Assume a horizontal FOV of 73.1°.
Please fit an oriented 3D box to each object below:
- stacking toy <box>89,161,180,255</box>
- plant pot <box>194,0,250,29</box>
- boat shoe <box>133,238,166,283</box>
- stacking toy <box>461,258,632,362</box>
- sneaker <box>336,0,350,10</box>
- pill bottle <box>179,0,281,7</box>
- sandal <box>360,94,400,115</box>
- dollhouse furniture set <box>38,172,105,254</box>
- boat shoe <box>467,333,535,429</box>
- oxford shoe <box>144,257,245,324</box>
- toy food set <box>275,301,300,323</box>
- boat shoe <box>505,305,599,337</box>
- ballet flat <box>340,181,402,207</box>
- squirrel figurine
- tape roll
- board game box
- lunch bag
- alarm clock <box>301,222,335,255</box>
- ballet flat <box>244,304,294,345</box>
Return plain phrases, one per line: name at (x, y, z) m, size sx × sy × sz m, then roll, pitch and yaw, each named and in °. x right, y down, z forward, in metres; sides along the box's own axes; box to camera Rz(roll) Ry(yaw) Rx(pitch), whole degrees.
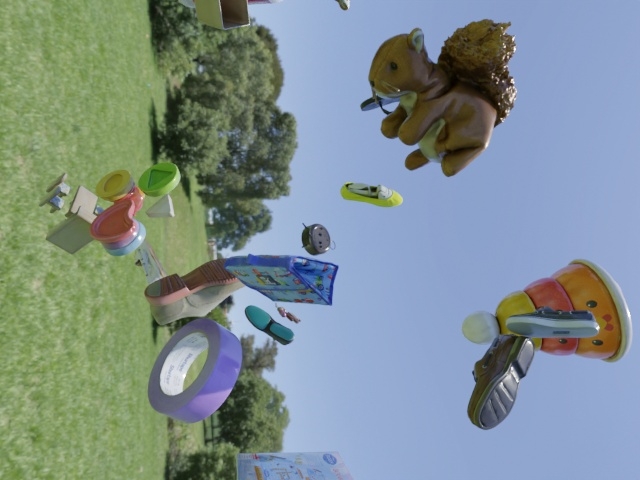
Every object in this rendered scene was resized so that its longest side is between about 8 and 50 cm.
stacking toy at (-0.554, -0.096, 1.356) m, size 0.130 × 0.280 × 0.308 m, roll 71°, pitch 6°, yaw -50°
plant pot at (-0.253, -0.591, 1.077) m, size 0.096 × 0.109 × 0.109 m, roll 13°, pitch -55°, yaw 25°
boat shoe at (-0.783, 0.075, 1.913) m, size 0.277 × 0.096 × 0.098 m, roll 52°, pitch -13°, yaw 29°
stacking toy at (0.723, 0.276, 1.466) m, size 0.350 × 0.480 × 0.350 m, roll -13°, pitch 90°, yaw -86°
sneaker at (0.058, -0.724, 1.278) m, size 0.032 × 0.083 × 0.036 m, roll 0°, pitch -119°, yaw 39°
pill bottle at (-0.222, -0.810, 1.249) m, size 0.229 × 0.408 × 0.228 m, roll 2°, pitch 90°, yaw -79°
sandal at (0.380, -0.545, 1.678) m, size 0.167 × 0.446 × 0.107 m, roll -75°, pitch 153°, yaw -87°
dollhouse furniture set at (-0.793, -0.099, 1.453) m, size 0.212 × 0.161 × 0.242 m, roll 45°, pitch 23°, yaw -41°
boat shoe at (0.471, 0.377, 1.172) m, size 0.104 × 0.307 × 0.110 m, roll -1°, pitch -59°, yaw 53°
oxford shoe at (-0.378, 0.167, 1.466) m, size 0.140 × 0.397 × 0.146 m, roll -134°, pitch -145°, yaw -53°
toy food set at (-0.125, 0.281, 1.623) m, size 0.019 × 0.122 × 0.078 m, roll -52°, pitch -170°, yaw 2°
boat shoe at (0.634, 0.217, 1.194) m, size 0.080 × 0.229 × 0.076 m, roll 68°, pitch 27°, yaw -44°
ballet flat at (0.187, -0.171, 1.563) m, size 0.077 × 0.231 × 0.077 m, roll 94°, pitch 5°, yaw -56°
squirrel figurine at (0.328, -0.424, 1.181) m, size 0.370 × 0.397 × 0.281 m, roll 51°, pitch 5°, yaw -18°
tape roll at (-0.354, 0.360, 1.215) m, size 0.275 × 0.090 × 0.274 m, roll -25°, pitch -139°, yaw 23°
board game box at (-0.067, 0.670, 1.171) m, size 0.319 × 0.318 × 0.065 m, roll 162°, pitch -67°, yaw -78°
lunch bag at (-0.115, 0.089, 1.253) m, size 0.221 × 0.293 × 0.138 m, roll 0°, pitch -110°, yaw 30°
alarm clock at (0.000, 0.000, 1.789) m, size 0.064 × 0.192 × 0.129 m, roll -17°, pitch -116°, yaw 39°
ballet flat at (-0.185, 0.304, 1.521) m, size 0.074 × 0.203 × 0.074 m, roll -58°, pitch 176°, yaw -7°
